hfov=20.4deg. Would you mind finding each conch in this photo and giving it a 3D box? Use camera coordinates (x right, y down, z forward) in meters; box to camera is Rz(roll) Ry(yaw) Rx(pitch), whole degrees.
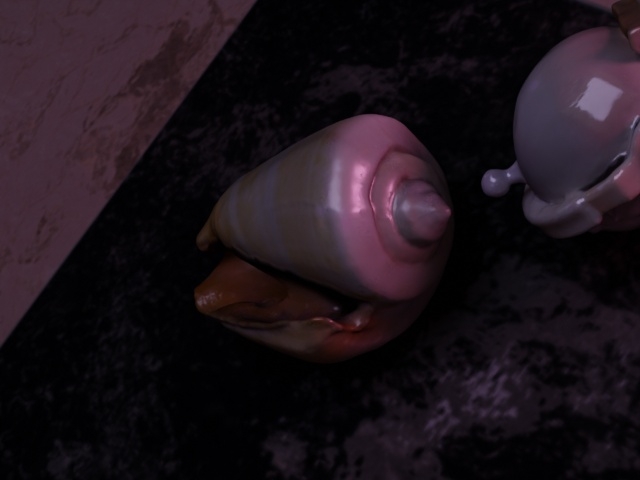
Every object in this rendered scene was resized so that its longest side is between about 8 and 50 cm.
[{"bbox_3d":[0.011,0.000,1.183,0.255,0.127,0.158,-3,89,62],"label":"conch"}]

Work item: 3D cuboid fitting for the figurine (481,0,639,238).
[{"bbox_3d":[0.208,-0.083,1.065,0.237,0.141,0.162,-41,15,12],"label":"figurine"}]
